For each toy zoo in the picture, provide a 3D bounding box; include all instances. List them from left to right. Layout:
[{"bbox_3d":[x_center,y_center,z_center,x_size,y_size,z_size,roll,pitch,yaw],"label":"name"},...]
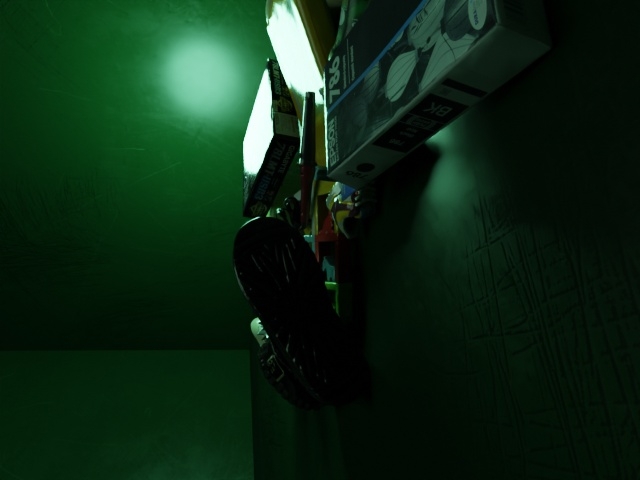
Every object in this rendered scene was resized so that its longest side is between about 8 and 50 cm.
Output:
[{"bbox_3d":[0.000,0.000,0.820,0.192,0.030,0.292,-1,90,63],"label":"toy zoo"}]

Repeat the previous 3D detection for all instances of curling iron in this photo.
[{"bbox_3d":[-0.038,-0.136,0.783,0.035,0.068,0.273,-64,-13,-60],"label":"curling iron"}]

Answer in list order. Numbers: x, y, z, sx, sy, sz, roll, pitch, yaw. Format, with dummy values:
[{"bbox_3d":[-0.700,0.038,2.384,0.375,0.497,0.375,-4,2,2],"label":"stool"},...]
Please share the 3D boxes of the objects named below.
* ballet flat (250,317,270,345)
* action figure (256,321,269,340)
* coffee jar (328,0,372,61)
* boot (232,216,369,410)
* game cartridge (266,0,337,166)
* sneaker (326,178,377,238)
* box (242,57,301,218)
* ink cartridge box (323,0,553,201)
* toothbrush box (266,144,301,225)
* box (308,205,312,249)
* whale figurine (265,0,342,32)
[{"bbox_3d":[-0.126,0.294,1.220,0.248,0.086,0.086,46,138,36],"label":"ballet flat"},{"bbox_3d":[-0.109,0.148,1.121,0.185,0.099,0.284,-58,-31,-62],"label":"action figure"},{"bbox_3d":[0.068,-0.301,0.582,0.079,0.096,0.184,-99,16,-52],"label":"coffee jar"},{"bbox_3d":[-0.063,0.151,0.767,0.347,0.131,0.260,63,159,12],"label":"boot"},{"bbox_3d":[-0.016,-0.301,0.794,0.285,0.053,0.323,-158,50,-77],"label":"game cartridge"},{"bbox_3d":[0.065,-0.082,0.641,0.185,0.070,0.083,108,145,-51],"label":"sneaker"},{"bbox_3d":[-0.138,-0.255,1.081,0.295,0.074,0.293,123,150,-47],"label":"box"},{"bbox_3d":[0.074,-0.174,0.456,0.333,0.065,0.165,145,127,-60],"label":"ink cartridge box"},{"bbox_3d":[-0.095,-0.111,1.218,0.206,0.122,0.283,114,157,-56],"label":"toothbrush box"},{"bbox_3d":[-0.021,0.033,0.992,0.087,0.058,0.232,-111,28,-60],"label":"box"},{"bbox_3d":[-0.003,-0.504,0.908,0.216,0.141,0.272,57,152,-14],"label":"whale figurine"}]
